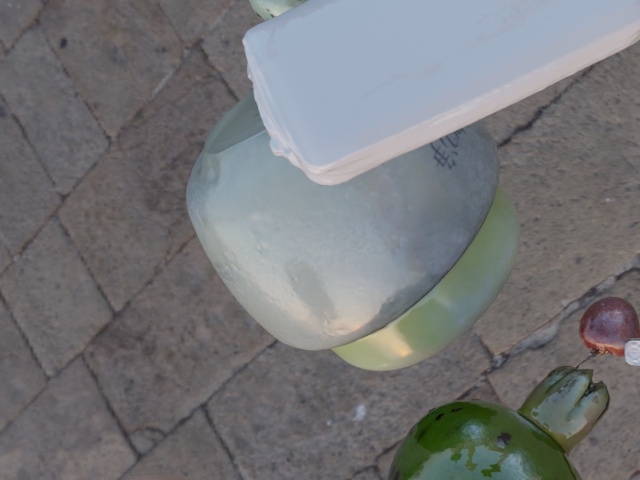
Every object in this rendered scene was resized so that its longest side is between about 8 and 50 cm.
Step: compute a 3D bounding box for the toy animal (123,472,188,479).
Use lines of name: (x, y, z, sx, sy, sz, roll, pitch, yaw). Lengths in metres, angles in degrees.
toy animal: (-0.136, 0.319, 0.737, 0.154, 0.166, 0.250, 2, 115, 32)

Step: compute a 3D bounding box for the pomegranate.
pomegranate: (0.171, 0.217, 0.785, 0.202, 0.202, 0.248, 40, 83, 23)

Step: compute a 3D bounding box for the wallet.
wallet: (0.056, -0.096, 0.405, 0.190, 0.033, 0.095, -27, 70, 0)

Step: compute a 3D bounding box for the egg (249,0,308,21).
egg: (-0.062, -0.454, 1.604, 0.131, 0.131, 0.164, -39, 86, 26)

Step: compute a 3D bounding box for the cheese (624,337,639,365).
cheese: (0.514, 0.141, 1.076, 0.252, 0.054, 0.127, -2, 98, 28)

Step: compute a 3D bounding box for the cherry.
cherry: (0.508, 0.194, 1.533, 0.107, 0.090, 0.225, 24, 62, 4)

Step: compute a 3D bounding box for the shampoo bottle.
shampoo bottle: (0.029, -0.041, 0.926, 0.322, 0.322, 0.317, -37, 112, 27)
